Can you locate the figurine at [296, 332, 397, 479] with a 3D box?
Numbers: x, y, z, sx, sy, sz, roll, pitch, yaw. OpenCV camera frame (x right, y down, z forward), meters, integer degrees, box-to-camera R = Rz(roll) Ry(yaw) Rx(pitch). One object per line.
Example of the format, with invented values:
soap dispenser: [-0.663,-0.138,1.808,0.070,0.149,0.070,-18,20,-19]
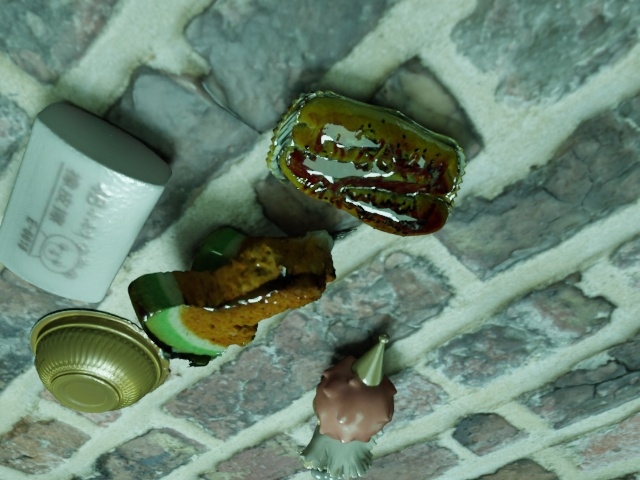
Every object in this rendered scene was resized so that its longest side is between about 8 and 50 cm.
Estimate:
figurine: [0.048,0.316,0.961,0.207,0.166,0.387,-15,133,-29]

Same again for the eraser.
eraser: [-0.345,-0.040,0.730,0.174,0.094,0.270,30,123,-16]

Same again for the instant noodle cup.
instant noodle cup: [-0.433,0.256,0.972,0.274,0.090,0.274,1,129,2]

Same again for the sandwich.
sandwich: [-0.121,0.054,0.757,0.301,0.162,0.250,-22,155,4]

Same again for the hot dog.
hot dog: [0.064,-0.095,0.670,0.270,0.082,0.162,20,125,-11]

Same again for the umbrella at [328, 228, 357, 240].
umbrella: [0.001,0.003,0.794,0.122,0.013,0.022,-14,107,16]
